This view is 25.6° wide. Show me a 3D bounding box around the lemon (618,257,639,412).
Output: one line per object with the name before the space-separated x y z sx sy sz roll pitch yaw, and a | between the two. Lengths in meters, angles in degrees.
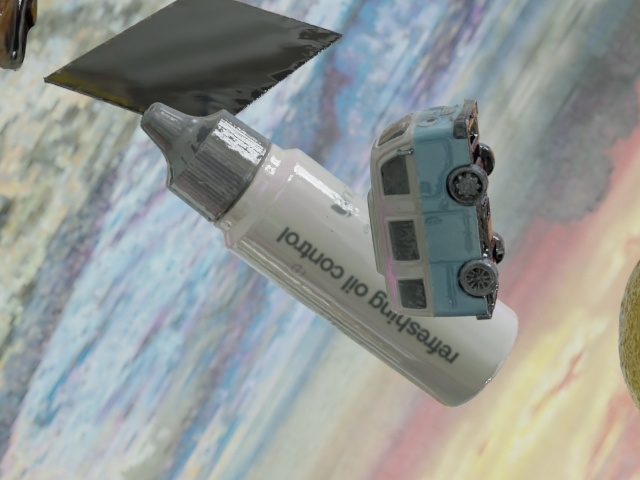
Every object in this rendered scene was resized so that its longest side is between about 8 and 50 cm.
lemon | 0.444 0.103 1.462 0.293 0.293 0.293 -59 -177 5

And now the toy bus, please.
toy bus | 0.067 -0.018 0.832 0.060 0.075 0.123 -59 142 -67

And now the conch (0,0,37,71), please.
conch | -0.222 -0.246 1.046 0.086 0.080 0.232 1 91 -60

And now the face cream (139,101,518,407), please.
face cream | 0.000 0.000 1.019 0.092 0.311 0.092 -50 -168 14

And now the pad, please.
pad | -0.109 -0.165 1.260 0.245 0.170 0.006 -44 148 -49
